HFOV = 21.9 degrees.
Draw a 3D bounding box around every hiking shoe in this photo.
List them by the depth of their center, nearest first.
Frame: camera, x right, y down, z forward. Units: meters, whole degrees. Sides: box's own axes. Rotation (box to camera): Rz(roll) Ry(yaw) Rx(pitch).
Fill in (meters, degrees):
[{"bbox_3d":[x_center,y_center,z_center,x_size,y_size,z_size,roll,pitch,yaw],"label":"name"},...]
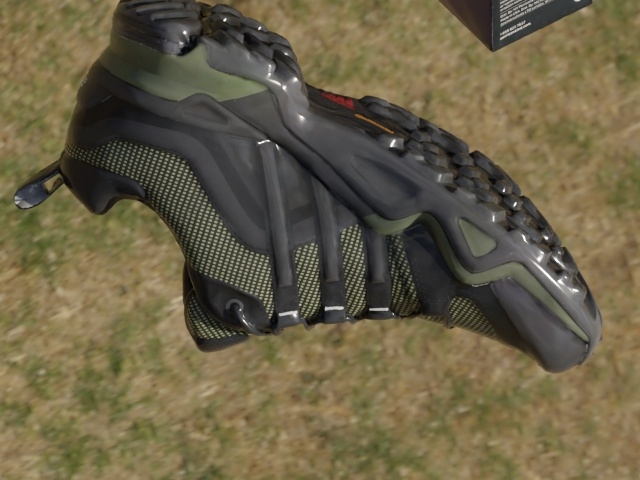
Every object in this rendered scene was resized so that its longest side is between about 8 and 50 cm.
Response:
[{"bbox_3d":[0.000,0.000,0.641,0.226,0.114,0.086,32,18,-9],"label":"hiking shoe"}]

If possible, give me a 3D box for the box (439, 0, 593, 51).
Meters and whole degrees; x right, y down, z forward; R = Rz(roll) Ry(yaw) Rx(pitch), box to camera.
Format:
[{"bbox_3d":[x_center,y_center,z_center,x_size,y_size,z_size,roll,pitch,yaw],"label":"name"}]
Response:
[{"bbox_3d":[0.092,-0.296,1.239,0.103,0.184,0.261,-26,51,-18],"label":"box"}]
